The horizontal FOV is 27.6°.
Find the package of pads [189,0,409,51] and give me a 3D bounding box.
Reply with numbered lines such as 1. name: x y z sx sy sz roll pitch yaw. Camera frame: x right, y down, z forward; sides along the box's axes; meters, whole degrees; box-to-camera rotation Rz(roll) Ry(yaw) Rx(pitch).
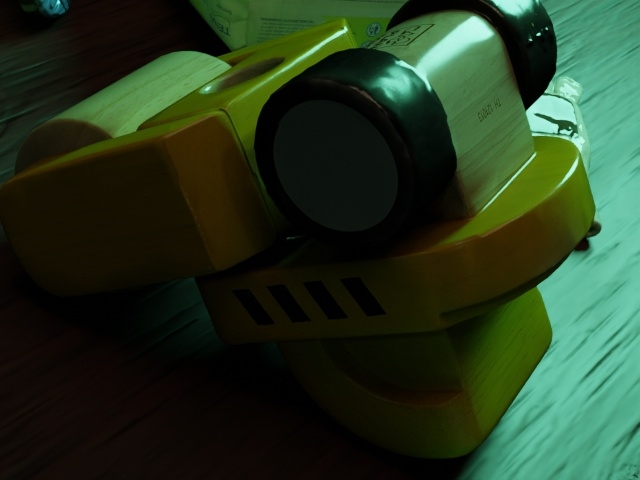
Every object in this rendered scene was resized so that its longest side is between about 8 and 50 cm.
1. package of pads: -0.019 -0.254 1.117 0.229 0.101 0.296 -3 32 -26

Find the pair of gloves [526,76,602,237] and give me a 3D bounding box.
1. pair of gloves: 0.103 -0.094 1.031 0.240 0.042 0.204 13 36 -4

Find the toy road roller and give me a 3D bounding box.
1. toy road roller: 0.000 0.000 0.776 0.330 0.240 0.202 -7 21 35

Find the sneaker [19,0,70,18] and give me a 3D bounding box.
1. sneaker: -0.257 -0.236 1.070 0.078 0.067 0.188 -22 49 -13
